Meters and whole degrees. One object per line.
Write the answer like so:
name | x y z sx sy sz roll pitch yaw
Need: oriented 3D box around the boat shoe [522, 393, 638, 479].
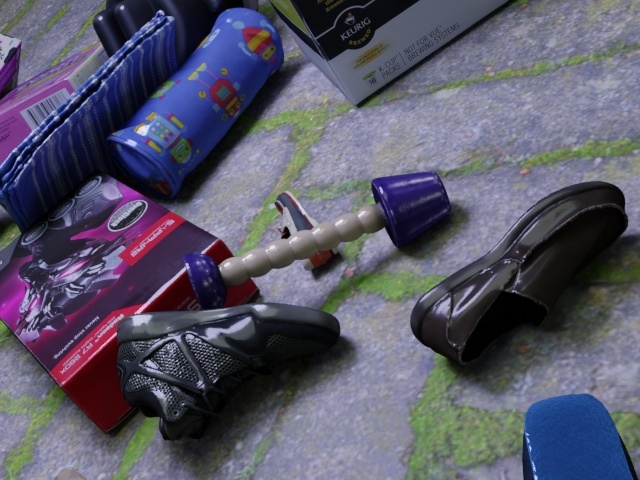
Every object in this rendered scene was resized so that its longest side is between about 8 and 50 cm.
boat shoe | 0.184 0.213 0.651 0.109 0.089 0.258 -5 36 17

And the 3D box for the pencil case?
pencil case | -0.173 -0.197 1.435 0.133 0.119 0.306 3 49 46

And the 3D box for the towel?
towel | -0.304 -0.137 1.413 0.040 0.243 0.336 34 67 13

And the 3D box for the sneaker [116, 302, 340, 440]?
sneaker | -0.090 0.131 0.995 0.227 0.087 0.130 -7 66 7

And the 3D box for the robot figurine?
robot figurine | -0.219 -0.353 1.592 0.209 0.173 0.278 29 43 21

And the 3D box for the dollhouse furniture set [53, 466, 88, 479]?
dollhouse furniture set | -0.359 0.243 0.852 0.394 0.362 0.256 31 68 24

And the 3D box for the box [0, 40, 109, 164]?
box | -0.414 -0.196 1.597 0.213 0.117 0.243 -24 21 16

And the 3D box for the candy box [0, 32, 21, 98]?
candy box | -0.574 -0.217 1.725 0.233 0.071 0.159 114 173 -45

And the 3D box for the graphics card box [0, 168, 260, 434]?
graphics card box | -0.262 0.054 1.223 0.233 0.094 0.371 -44 34 -13

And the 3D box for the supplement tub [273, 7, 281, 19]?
supplement tub | -0.034 -0.395 1.499 0.117 0.190 0.117 -22 36 17

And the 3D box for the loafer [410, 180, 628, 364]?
loafer | 0.185 0.037 0.885 0.220 0.080 0.078 -39 43 3

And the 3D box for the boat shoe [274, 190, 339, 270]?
boat shoe | -0.025 -0.012 1.145 0.043 0.049 0.137 -38 38 -2

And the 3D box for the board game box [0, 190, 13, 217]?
board game box | -0.434 -0.043 1.493 0.090 0.090 0.020 11 56 48

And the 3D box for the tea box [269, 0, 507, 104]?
tea box | 0.069 -0.417 1.319 0.329 0.323 0.220 -34 33 0

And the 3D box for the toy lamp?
toy lamp | 0.000 0.000 1.049 0.275 0.080 0.080 -23 34 -2
